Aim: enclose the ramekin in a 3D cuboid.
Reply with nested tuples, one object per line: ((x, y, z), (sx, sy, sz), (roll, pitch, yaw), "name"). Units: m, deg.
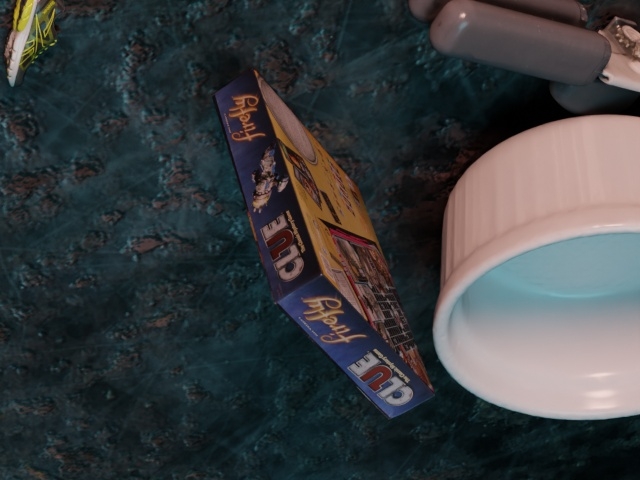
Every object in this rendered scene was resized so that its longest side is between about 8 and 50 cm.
((0.228, 0.021, 1.409), (0.277, 0.135, 0.277), (-1, 143, 0), "ramekin")

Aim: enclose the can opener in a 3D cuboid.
((0.176, -0.139, 1.291), (0.280, 0.074, 0.093), (11, 128, -43), "can opener")

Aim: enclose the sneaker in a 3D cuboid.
((-0.208, -0.145, 1.239), (0.035, 0.031, 0.083), (6, 128, -22), "sneaker")

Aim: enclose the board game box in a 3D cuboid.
((0.000, 0.000, 1.286), (0.042, 0.243, 0.165), (-32, 131, 12), "board game box")
